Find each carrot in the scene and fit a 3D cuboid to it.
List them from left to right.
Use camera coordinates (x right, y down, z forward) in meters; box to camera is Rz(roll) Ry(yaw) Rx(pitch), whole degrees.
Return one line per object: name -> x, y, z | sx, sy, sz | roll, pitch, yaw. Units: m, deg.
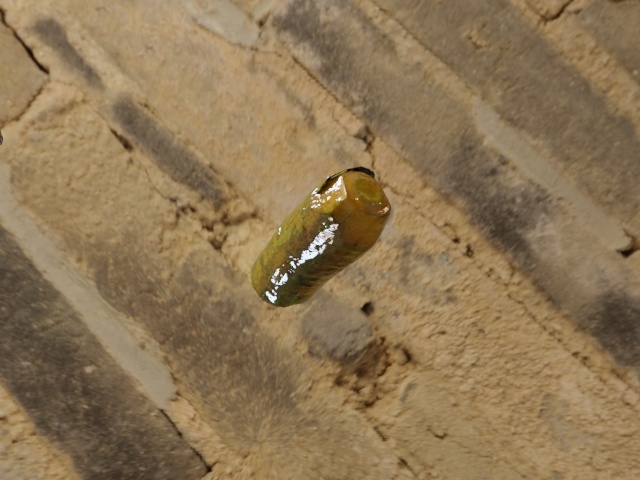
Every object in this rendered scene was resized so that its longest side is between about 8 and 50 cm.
carrot -> 0.000, 0.000, 0.816 | 0.082, 0.173, 0.082 | 18, -132, -22

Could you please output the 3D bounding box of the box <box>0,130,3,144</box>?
box -> -0.379, -0.236, 0.643 | 0.214, 0.353, 0.069 | 21, -137, 21
